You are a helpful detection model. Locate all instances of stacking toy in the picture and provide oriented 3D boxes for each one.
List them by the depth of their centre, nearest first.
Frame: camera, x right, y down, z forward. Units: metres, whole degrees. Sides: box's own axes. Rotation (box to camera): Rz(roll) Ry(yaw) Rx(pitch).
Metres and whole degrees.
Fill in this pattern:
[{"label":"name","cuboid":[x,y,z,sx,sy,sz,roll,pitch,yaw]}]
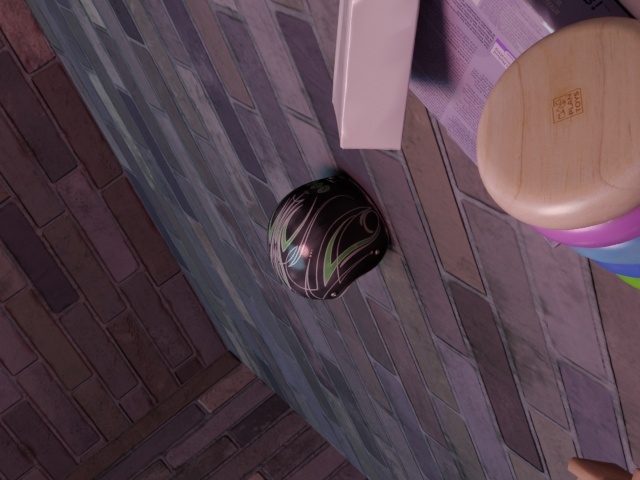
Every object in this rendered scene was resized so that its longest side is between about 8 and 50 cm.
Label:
[{"label":"stacking toy","cuboid":[0.249,-0.015,0.693,0.330,0.141,0.141,32,-178,-42]}]

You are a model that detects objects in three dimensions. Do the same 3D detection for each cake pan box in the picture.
[{"label":"cake pan box","cuboid":[0.175,-0.141,0.855,0.267,0.070,0.246,49,161,11]}]

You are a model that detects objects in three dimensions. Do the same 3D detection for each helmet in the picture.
[{"label":"helmet","cuboid":[0.000,0.000,1.445,0.169,0.161,0.169,47,163,19]}]

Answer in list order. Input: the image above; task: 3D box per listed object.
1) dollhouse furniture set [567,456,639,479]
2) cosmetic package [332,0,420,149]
[{"label":"dollhouse furniture set","cuboid":[0.392,0.166,0.633,0.303,0.174,0.355,12,-177,-17]},{"label":"cosmetic package","cuboid":[0.050,-0.205,0.837,0.099,0.060,0.239,-93,6,-57]}]
